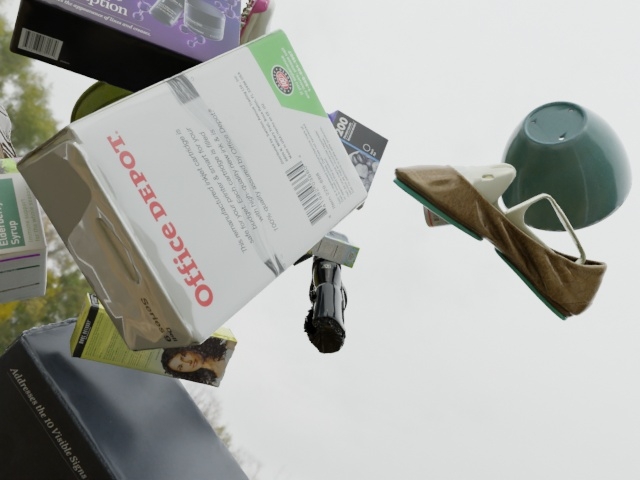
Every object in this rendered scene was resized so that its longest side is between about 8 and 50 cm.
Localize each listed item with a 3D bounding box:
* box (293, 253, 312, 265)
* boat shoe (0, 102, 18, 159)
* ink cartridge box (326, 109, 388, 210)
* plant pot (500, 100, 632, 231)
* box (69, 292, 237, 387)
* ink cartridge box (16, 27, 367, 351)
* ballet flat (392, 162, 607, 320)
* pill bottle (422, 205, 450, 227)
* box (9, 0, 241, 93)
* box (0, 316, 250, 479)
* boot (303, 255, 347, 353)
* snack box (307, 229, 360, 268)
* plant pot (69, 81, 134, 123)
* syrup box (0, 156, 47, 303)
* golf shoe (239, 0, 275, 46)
[{"bbox_3d":[-0.049,0.000,1.397,0.062,0.052,0.083,47,-33,27],"label":"box"},{"bbox_3d":[-0.703,-0.219,1.348,0.122,0.110,0.341,74,-11,-63],"label":"boat shoe"},{"bbox_3d":[0.041,-0.207,1.590,0.208,0.206,0.045,27,-24,-11],"label":"ink cartridge box"},{"bbox_3d":[0.531,-0.192,1.468,0.290,0.290,0.195,11,-30,33],"label":"plant pot"},{"bbox_3d":[-0.249,0.153,1.002,0.232,0.087,0.058,18,10,-26],"label":"box"},{"bbox_3d":[-0.110,-0.057,0.660,0.121,0.289,0.211,-14,-71,44],"label":"ink cartridge box"},{"bbox_3d":[0.268,-0.030,0.944,0.342,0.116,0.124,39,-76,1],"label":"ballet flat"},{"bbox_3d":[0.338,-0.083,1.630,0.160,0.087,0.087,-7,-49,19],"label":"pill bottle"},{"bbox_3d":[-0.242,-0.296,0.862,0.261,0.184,0.103,15,-36,-27],"label":"box"},{"bbox_3d":[-0.419,0.449,1.089,0.471,0.297,0.480,-39,-98,16],"label":"box"},{"bbox_3d":[0.014,0.173,1.517,0.094,0.207,0.247,0,-39,3],"label":"boot"},{"bbox_3d":[0.000,0.000,1.038,0.100,0.037,0.141,20,6,-10],"label":"snack box"},{"bbox_3d":[-0.417,-0.173,1.662,0.366,0.366,0.353,102,-27,-55],"label":"plant pot"},{"bbox_3d":[-0.341,0.002,0.688,0.237,0.096,0.093,-33,-110,62],"label":"syrup box"},{"bbox_3d":[-0.127,-0.356,1.344,0.140,0.115,0.306,17,-44,-12],"label":"golf shoe"}]
